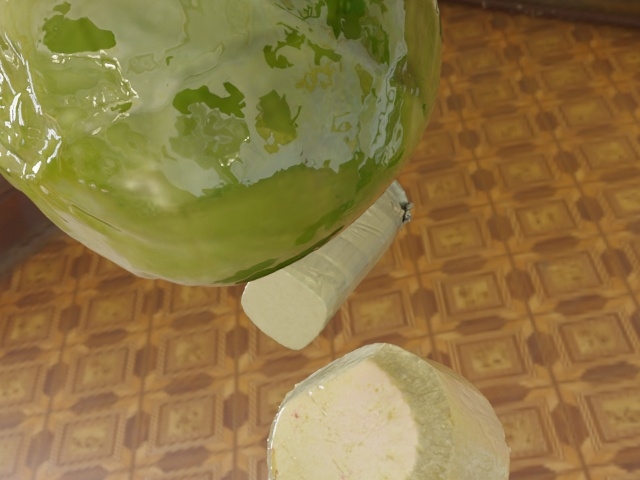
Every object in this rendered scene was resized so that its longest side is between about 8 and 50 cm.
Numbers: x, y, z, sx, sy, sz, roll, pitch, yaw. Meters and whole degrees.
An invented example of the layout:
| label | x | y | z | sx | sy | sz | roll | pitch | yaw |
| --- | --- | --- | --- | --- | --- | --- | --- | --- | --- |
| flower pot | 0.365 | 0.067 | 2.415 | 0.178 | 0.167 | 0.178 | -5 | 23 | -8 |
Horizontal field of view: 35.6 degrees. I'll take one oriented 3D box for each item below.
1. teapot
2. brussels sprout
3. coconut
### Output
| label | x | y | z | sx | sy | sz | roll | pitch | yaw |
| --- | --- | --- | --- | --- | --- | --- | --- | --- | --- |
| teapot | 0.000 | 0.000 | 0.898 | 0.107 | 0.077 | 0.200 | 36 | 40 | 7 |
| brussels sprout | -0.060 | -0.094 | 0.501 | 0.244 | 0.244 | 0.244 | -11 | 36 | 8 |
| coconut | 0.082 | 0.239 | 1.097 | 0.239 | 0.244 | 0.239 | -12 | 66 | 29 |
